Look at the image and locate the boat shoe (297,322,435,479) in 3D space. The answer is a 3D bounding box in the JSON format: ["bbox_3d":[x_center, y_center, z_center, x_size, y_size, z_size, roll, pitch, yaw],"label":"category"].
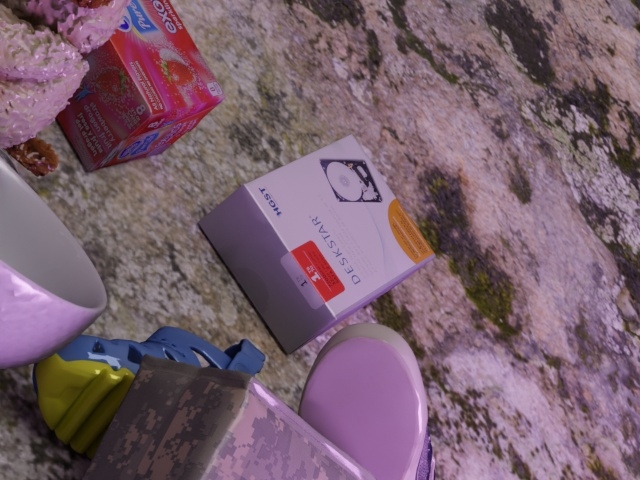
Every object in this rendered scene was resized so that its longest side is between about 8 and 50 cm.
[{"bbox_3d":[0.054,0.195,1.654,0.127,0.341,0.158,8,33,10],"label":"boat shoe"}]

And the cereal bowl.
[{"bbox_3d":[-0.348,-0.011,1.428,0.339,0.141,0.339,44,6,-5],"label":"cereal bowl"}]

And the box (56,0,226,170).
[{"bbox_3d":[-0.235,-0.218,1.783,0.128,0.122,0.257,-20,76,-52],"label":"box"}]

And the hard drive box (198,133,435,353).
[{"bbox_3d":[0.000,0.000,1.891,0.181,0.089,0.232,55,37,3],"label":"hard drive box"}]

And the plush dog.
[{"bbox_3d":[-0.267,-0.204,1.599,0.210,0.225,0.262,43,1,-21],"label":"plush dog"}]

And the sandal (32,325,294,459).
[{"bbox_3d":[-0.147,0.142,1.603,0.317,0.126,0.138,24,41,-45],"label":"sandal"}]

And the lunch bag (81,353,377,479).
[{"bbox_3d":[-0.077,0.270,1.464,0.287,0.169,0.235,44,63,-40],"label":"lunch bag"}]
